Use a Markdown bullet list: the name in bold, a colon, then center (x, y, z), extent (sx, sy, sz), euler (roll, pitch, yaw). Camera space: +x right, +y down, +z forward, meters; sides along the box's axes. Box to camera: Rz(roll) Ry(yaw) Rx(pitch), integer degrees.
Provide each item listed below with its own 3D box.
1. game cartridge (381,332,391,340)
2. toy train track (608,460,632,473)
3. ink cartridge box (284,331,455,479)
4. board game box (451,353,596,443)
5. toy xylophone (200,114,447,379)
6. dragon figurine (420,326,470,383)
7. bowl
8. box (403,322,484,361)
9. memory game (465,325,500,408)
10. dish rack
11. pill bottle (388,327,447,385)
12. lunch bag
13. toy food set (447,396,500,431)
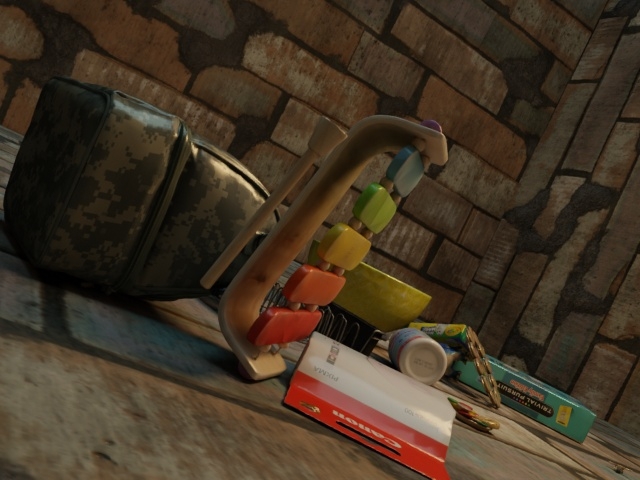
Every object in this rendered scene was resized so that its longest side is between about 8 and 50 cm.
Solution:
- **game cartridge**: center (0.095, 0.194, 1.851), extent (0.196, 0.060, 0.294), euler (23, 1, -9)
- **toy train track**: center (0.615, 0.470, 1.403), extent (0.048, 0.014, 0.083), euler (18, -10, 29)
- **ink cartridge box**: center (0.061, 0.175, 0.759), extent (0.189, 0.066, 0.232), euler (26, -4, 2)
- **board game box**: center (0.495, 0.374, 1.720), extent (0.336, 0.079, 0.254), euler (26, 0, 13)
- **toy xylophone**: center (0.000, 0.000, 0.690), extent (0.081, 0.323, 0.236), euler (38, 10, 14)
- **dragon figurine**: center (0.239, 0.244, 1.506), extent (0.144, 0.085, 0.289), euler (26, 0, 1)
- **bowl**: center (0.081, 0.128, 1.498), extent (0.289, 0.156, 0.289), euler (26, 0, 0)
- **box**: center (0.282, 0.239, 1.615), extent (0.179, 0.043, 0.105), euler (-3, -41, 45)
- **memory game**: center (0.353, 0.273, 1.480), extent (0.186, 0.012, 0.186), euler (57, 19, -31)
- **dish rack**: center (-0.051, 0.109, 1.068), extent (0.271, 0.074, 0.208), euler (26, -1, -44)
- **pill bottle**: center (0.175, 0.212, 1.281), extent (0.087, 0.087, 0.160), euler (26, -1, -6)
- **lunch bag**: center (-0.212, -0.051, 0.826), extent (0.256, 0.213, 0.305), euler (19, 3, -36)
- **toy food set**: center (0.240, 0.280, 1.095), extent (0.082, 0.020, 0.083), euler (26, 0, -37)
